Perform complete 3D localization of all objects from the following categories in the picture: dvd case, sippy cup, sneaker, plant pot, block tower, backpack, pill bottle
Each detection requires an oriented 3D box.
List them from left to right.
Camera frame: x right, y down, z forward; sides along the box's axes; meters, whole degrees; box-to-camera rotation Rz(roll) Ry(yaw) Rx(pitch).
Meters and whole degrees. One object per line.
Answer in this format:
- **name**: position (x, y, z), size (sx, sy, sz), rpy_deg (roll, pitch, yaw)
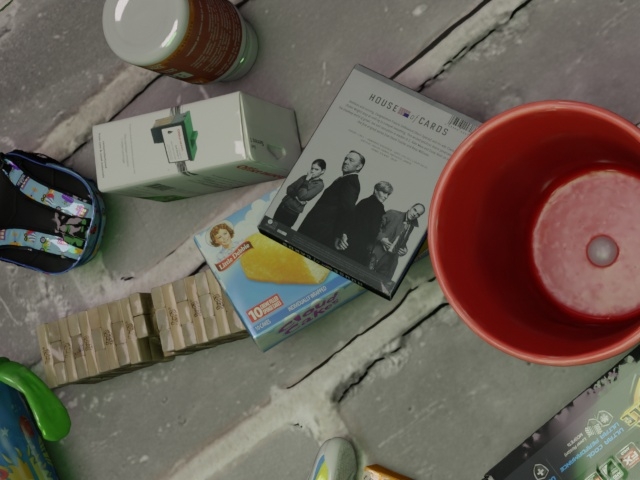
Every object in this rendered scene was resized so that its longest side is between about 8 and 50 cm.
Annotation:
- **sippy cup**: position (-0.465, 0.311, 1.808), size (0.224, 0.240, 0.305), rpy_deg (55, 154, 7)
- **backpack**: position (-0.363, -0.031, 1.830), size (0.173, 0.117, 0.158), rpy_deg (16, 93, 26)
- **block tower**: position (-0.206, 0.111, 1.761), size (0.336, 0.097, 0.091), rpy_deg (-17, 79, 21)
- **pill bottle**: position (-0.169, -0.263, 1.699), size (0.121, 0.216, 0.121), rpy_deg (-2, 85, 26)
- **sneaker**: position (-0.036, 0.349, 1.664), size (0.126, 0.091, 0.240), rpy_deg (14, 93, 26)
- **dvd case**: position (0.062, -0.072, 1.574), size (0.179, 0.029, 0.238), rpy_deg (28, 76, 13)
- **plant pot**: position (0.283, 0.000, 1.452), size (0.275, 0.243, 0.274), rpy_deg (-2, 85, 25)

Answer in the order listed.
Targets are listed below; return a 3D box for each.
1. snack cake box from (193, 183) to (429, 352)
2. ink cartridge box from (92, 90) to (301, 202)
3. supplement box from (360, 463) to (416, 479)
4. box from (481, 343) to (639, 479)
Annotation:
- **snack cake box**: position (0.000, 0.000, 1.619), size (0.264, 0.089, 0.152), rpy_deg (-31, 73, -5)
- **ink cartridge box**: position (-0.153, -0.115, 1.713), size (0.219, 0.160, 0.092), rpy_deg (-11, 82, 23)
- **supplement box**: position (0.073, 0.331, 1.642), size (0.062, 0.036, 0.098), rpy_deg (18, 94, 26)
- **box**: position (0.380, 0.289, 1.483), size (0.295, 0.073, 0.293), rpy_deg (-43, 69, 17)
